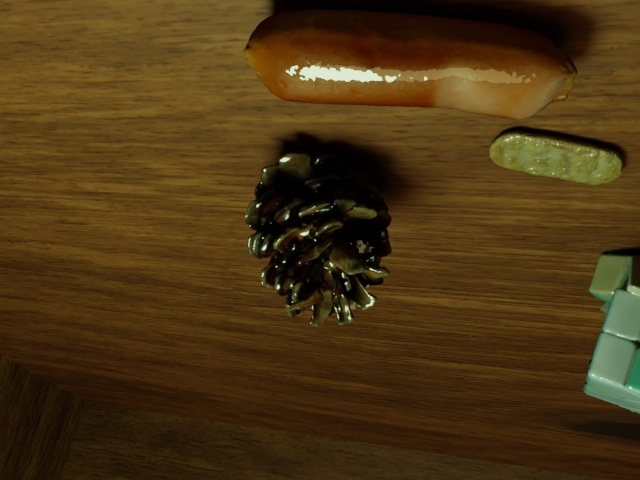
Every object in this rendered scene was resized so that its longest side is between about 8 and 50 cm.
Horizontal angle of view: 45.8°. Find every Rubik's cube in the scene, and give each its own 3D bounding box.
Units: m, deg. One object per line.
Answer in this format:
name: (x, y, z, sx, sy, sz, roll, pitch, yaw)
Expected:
Rubik's cube: (0.450, 0.115, 0.970, 0.224, 0.213, 0.265, 19, 169, 21)

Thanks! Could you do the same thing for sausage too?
sausage: (0.079, -0.166, 0.694, 0.300, 0.083, 0.089, 6, 148, 8)

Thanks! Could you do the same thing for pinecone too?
pinecone: (-0.005, -0.003, 0.929, 0.184, 0.205, 0.179, 20, 135, -16)

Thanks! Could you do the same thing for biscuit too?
biscuit: (0.260, -0.090, 0.836, 0.147, 0.018, 0.071, 11, 154, 2)
